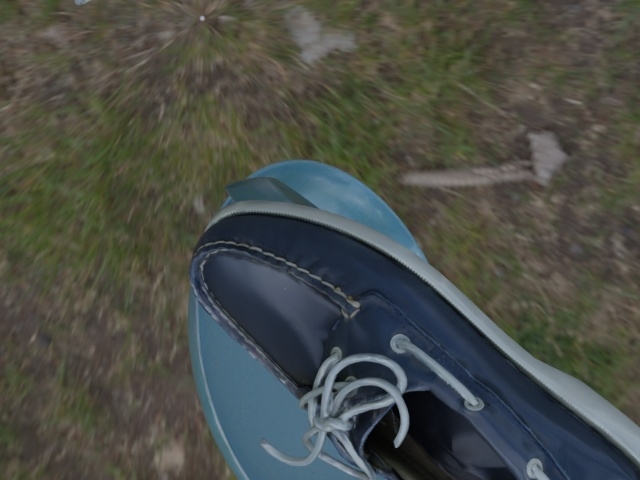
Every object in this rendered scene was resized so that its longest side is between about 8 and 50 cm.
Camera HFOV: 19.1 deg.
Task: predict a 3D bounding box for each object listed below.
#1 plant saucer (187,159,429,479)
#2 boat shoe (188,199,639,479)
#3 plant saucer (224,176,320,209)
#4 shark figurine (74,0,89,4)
[{"bbox_3d":[0.001,0.094,1.509,0.044,0.317,0.317,-19,100,38],"label":"plant saucer"},{"bbox_3d":[0.038,0.075,0.857,0.254,0.079,0.095,37,138,9],"label":"boat shoe"},{"bbox_3d":[0.000,0.000,1.038,0.119,0.119,0.021,39,95,-7],"label":"plant saucer"},{"bbox_3d":[-0.139,-0.292,1.481,0.116,0.278,0.166,36,108,-7],"label":"shark figurine"}]
